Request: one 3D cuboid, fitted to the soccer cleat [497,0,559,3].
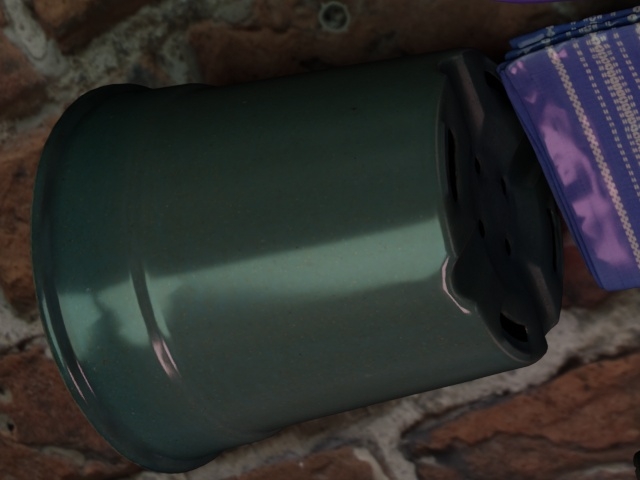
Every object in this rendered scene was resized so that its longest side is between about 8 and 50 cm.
[{"bbox_3d":[0.231,-0.219,1.102,0.318,0.116,0.108,1,112,32],"label":"soccer cleat"}]

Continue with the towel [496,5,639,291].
[{"bbox_3d":[0.319,-0.076,1.135,0.336,0.040,0.243,-10,118,35],"label":"towel"}]

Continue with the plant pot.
[{"bbox_3d":[0.000,0.000,1.238,0.334,0.341,0.341,-12,104,27],"label":"plant pot"}]

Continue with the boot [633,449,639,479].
[{"bbox_3d":[0.390,0.234,1.250,0.161,0.083,0.246,-43,84,25],"label":"boot"}]
